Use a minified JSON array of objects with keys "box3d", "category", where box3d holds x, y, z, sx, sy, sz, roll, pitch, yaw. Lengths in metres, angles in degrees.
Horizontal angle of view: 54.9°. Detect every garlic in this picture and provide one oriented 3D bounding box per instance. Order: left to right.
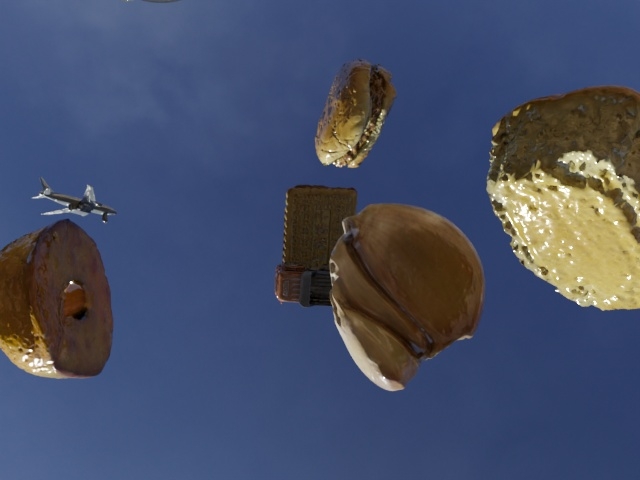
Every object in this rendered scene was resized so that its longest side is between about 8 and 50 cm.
[{"box3d":[0.108,0.056,0.831,0.217,0.110,0.228,-30,-86,-12],"category":"garlic"}]

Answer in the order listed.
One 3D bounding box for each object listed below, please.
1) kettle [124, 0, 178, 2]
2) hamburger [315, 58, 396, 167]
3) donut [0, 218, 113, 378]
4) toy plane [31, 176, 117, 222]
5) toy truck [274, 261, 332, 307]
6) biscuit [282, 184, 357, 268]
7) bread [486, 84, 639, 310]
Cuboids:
[{"box3d":[-0.074,-0.464,0.709,0.250,0.361,0.376,44,-139,-2],"category":"kettle"},{"box3d":[0.078,-0.323,1.591,0.145,0.283,0.259,11,-156,-15],"category":"hamburger"},{"box3d":[-0.471,0.110,1.088,0.110,0.303,0.303,-10,-125,2],"category":"donut"},{"box3d":[-0.634,-0.096,1.613,0.226,0.226,0.058,-21,-124,35],"category":"toy plane"},{"box3d":[0.000,0.094,1.295,0.192,0.092,0.083,4,-81,-5],"category":"toy truck"},{"box3d":[0.000,0.000,1.420,0.172,0.254,0.029,1,-171,-14],"category":"biscuit"},{"box3d":[0.275,-0.036,0.619,0.174,0.245,0.121,-15,-146,46],"category":"bread"}]
